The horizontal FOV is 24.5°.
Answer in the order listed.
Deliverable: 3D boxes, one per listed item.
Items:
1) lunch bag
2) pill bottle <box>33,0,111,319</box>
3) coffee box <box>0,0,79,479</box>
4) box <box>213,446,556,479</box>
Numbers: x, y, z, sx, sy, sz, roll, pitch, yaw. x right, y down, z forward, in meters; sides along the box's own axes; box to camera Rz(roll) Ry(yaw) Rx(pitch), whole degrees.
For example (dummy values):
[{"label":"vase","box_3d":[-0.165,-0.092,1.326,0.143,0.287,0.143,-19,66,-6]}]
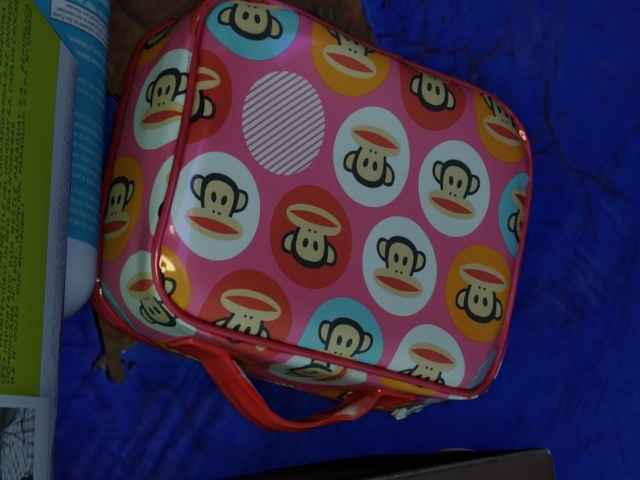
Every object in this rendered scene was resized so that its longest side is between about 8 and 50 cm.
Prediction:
[{"label":"lunch bag","box_3d":[0.000,0.000,0.963,0.293,0.120,0.258,20,70,-32]},{"label":"pill bottle","box_3d":[-0.193,-0.045,0.814,0.146,0.146,0.264,9,75,-35]},{"label":"coffee box","box_3d":[-0.297,0.035,0.527,0.338,0.334,0.338,1,77,6]},{"label":"box","box_3d":[-0.058,0.208,0.839,0.381,0.191,0.143,-5,84,-36]}]
